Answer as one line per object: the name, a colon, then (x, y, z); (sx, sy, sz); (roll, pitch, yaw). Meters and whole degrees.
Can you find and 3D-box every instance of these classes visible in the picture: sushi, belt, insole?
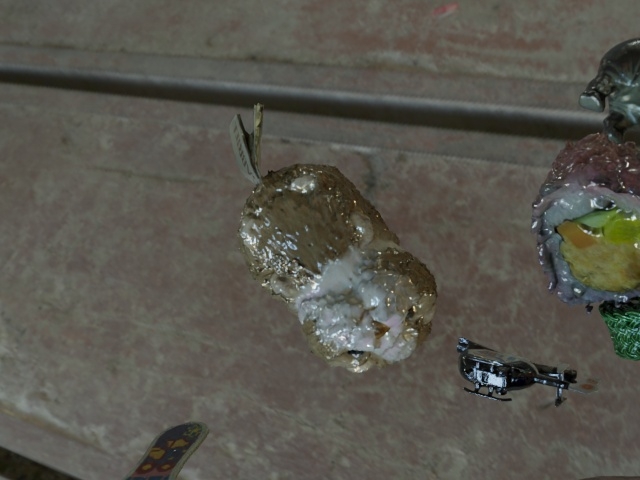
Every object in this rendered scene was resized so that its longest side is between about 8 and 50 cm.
sushi: (0.304, -0.005, 0.901); (0.161, 0.241, 0.107); (18, 61, 31)
belt: (0.366, 0.063, 0.956); (0.151, 0.121, 0.079); (-19, 95, 4)
insole: (-0.142, 0.196, 0.749); (0.065, 0.004, 0.197); (-8, 17, 21)

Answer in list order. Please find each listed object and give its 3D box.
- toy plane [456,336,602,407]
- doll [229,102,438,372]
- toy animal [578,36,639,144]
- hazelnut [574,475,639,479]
toy plane: (0.247, 0.165, 1.154); (0.197, 0.078, 0.053); (9, 110, 31)
doll: (-0.006, 0.002, 0.690); (0.105, 0.115, 0.221); (-46, 79, 12)
toy animal: (0.468, -0.189, 1.023); (0.343, 0.106, 0.168); (-11, 36, 36)
hazelnut: (0.267, 0.412, 0.903); (0.421, 0.421, 0.352); (-7, 83, 24)
